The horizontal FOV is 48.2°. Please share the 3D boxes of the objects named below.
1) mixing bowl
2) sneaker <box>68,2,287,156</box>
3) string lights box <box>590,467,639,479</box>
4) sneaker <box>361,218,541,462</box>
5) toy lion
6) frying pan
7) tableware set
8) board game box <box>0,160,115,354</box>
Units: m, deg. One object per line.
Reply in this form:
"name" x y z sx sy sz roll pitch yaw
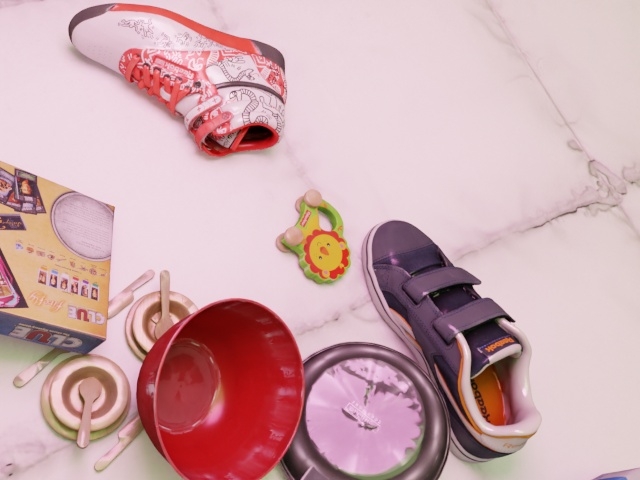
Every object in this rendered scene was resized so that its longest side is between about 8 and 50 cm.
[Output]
"mixing bowl" -0.112 0.148 0.712 0.181 0.098 0.181 5 83 -44
"sneaker" -0.166 -0.186 0.861 0.270 0.090 0.144 8 62 -24
"string lights box" 0.291 0.371 0.822 0.260 0.077 0.133 -12 72 -28
"sneaker" 0.164 0.101 0.861 0.126 0.127 0.321 -19 75 -28
"toy lion" 0.000 0.000 0.889 0.096 0.034 0.100 34 57 -15
"frying pan" -0.010 0.222 0.755 0.326 0.053 0.197 -24 64 -18
"tableware set" -0.197 0.121 0.737 0.128 0.039 0.194 46 58 0
"board game box" -0.313 -0.001 0.668 0.243 0.042 0.165 25 45 -39
